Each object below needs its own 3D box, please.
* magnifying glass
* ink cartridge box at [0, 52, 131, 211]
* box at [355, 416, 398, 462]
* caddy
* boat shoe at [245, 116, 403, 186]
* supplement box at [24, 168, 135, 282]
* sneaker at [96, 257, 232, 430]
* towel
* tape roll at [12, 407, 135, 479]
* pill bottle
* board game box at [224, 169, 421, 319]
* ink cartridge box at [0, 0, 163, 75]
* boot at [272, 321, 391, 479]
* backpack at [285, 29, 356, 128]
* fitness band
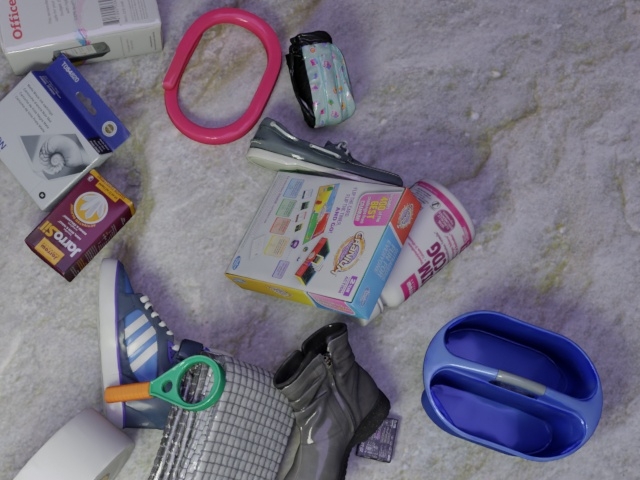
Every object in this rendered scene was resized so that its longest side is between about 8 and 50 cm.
[{"bbox_3d":[-0.264,0.247,1.634,0.231,0.026,0.092,-12,64,24],"label":"magnifying glass"},{"bbox_3d":[-0.513,-0.208,1.856,0.224,0.045,0.223,-42,83,8],"label":"ink cartridge box"},{"bbox_3d":[0.107,0.372,1.832,0.067,0.018,0.083,13,75,-3],"label":"box"},{"bbox_3d":[0.349,0.273,1.804,0.341,0.179,0.241,19,73,-1],"label":"caddy"},{"bbox_3d":[0.017,-0.163,1.911,0.319,0.116,0.099,15,78,3],"label":"boat shoe"},{"bbox_3d":[-0.453,-0.027,1.838,0.104,0.081,0.188,40,75,4],"label":"supplement box"},{"bbox_3d":[-0.286,0.186,1.789,0.236,0.130,0.323,-3,73,-15],"label":"sneaker"},{"bbox_3d":[-0.167,0.353,1.698,0.121,0.235,0.284,7,74,36],"label":"towel"},{"bbox_3d":[-0.438,0.420,1.621,0.100,0.286,0.286,37,75,5],"label":"tape roll"},{"bbox_3d":[0.144,0.025,1.853,0.283,0.160,0.160,-40,83,-13],"label":"pill bottle"},{"bbox_3d":[0.000,0.000,1.788,0.316,0.064,0.242,12,67,40],"label":"board game box"},{"bbox_3d":[-0.482,-0.472,1.923,0.306,0.131,0.226,-12,78,-8],"label":"ink cartridge box"},{"bbox_3d":[-0.027,0.322,1.712,0.338,0.118,0.223,-54,125,-34],"label":"boot"},{"bbox_3d":[0.000,-0.317,1.935,0.115,0.152,0.182,-14,90,-1],"label":"backpack"},{"bbox_3d":[-0.198,-0.332,1.964,0.209,0.054,0.291,23,75,-3],"label":"fitness band"}]
